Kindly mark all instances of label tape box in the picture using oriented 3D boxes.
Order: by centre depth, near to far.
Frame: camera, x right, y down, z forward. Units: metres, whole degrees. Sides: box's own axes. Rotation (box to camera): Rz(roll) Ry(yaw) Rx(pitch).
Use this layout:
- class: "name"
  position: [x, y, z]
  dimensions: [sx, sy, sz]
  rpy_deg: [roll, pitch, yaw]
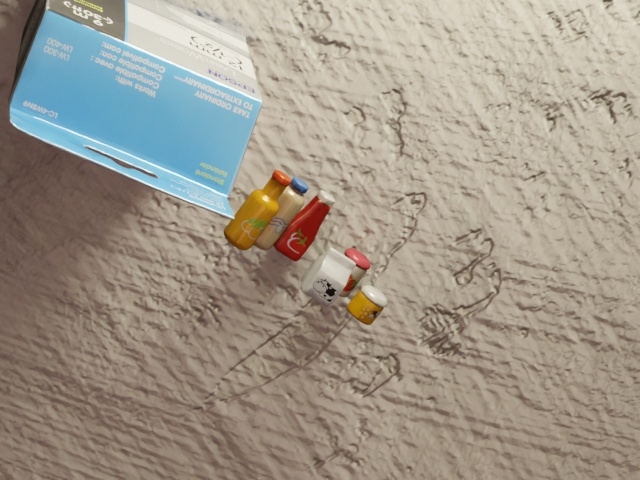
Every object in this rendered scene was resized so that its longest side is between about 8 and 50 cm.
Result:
- class: "label tape box"
  position: [-0.196, -0.174, 1.521]
  dimensions: [0.249, 0.347, 0.115]
  rpy_deg: [22, 108, -17]

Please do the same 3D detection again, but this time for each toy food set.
- class: "toy food set"
  position: [0.000, 0.000, 1.757]
  dimensions: [0.232, 0.111, 0.104]
  rpy_deg: [33, 105, -17]
